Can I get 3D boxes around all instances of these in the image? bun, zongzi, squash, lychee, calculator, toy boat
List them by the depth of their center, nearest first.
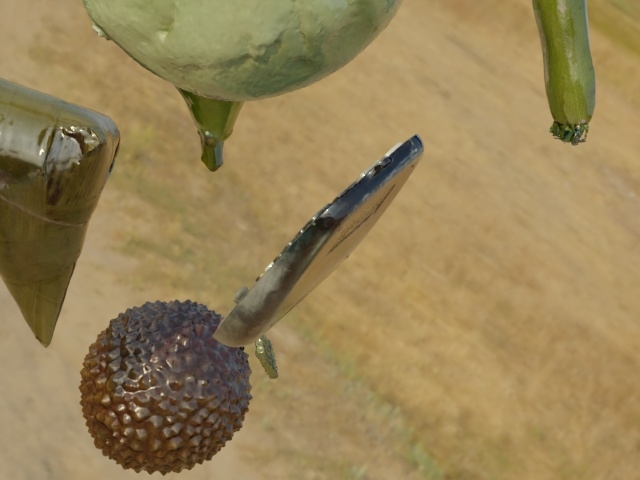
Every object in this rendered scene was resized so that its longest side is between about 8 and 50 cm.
[{"bbox_3d":[-0.061,-0.255,1.065,0.293,0.293,0.187,31,6,-9],"label":"bun"},{"bbox_3d":[0.000,0.000,1.138,0.040,0.268,0.177,44,54,6],"label":"calculator"},{"bbox_3d":[0.231,-0.177,1.249,0.052,0.183,0.052,-11,24,5],"label":"squash"},{"bbox_3d":[-0.390,-0.041,1.475,0.274,0.300,0.145,19,22,-7],"label":"zongzi"},{"bbox_3d":[-0.226,0.207,1.914,0.267,0.267,0.267,30,18,-11],"label":"lychee"},{"bbox_3d":[-0.086,0.167,2.032,0.115,0.016,0.063,67,9,-63],"label":"toy boat"}]

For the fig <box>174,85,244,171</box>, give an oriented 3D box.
[{"bbox_3d":[-0.143,-0.252,1.306,0.233,0.314,0.233,12,41,-11],"label":"fig"}]
